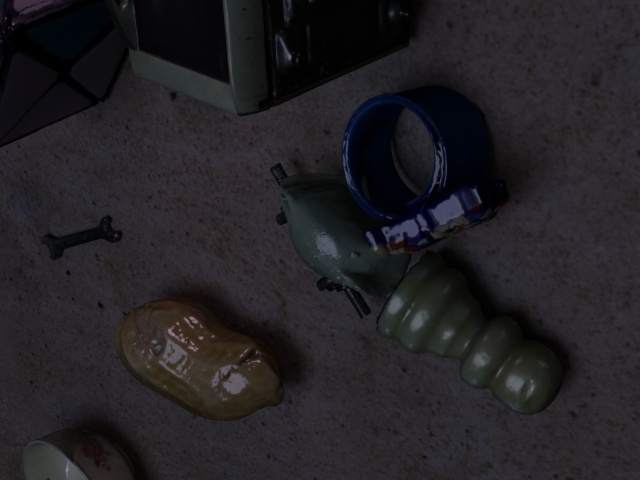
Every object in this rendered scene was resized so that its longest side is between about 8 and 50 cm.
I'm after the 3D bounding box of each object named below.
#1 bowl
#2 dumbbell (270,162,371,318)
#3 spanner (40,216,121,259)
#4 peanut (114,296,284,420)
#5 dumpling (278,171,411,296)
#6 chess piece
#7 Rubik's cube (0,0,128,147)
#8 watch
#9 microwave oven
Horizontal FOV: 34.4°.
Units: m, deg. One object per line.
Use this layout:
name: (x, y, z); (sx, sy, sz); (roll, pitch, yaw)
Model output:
bowl: (-0.481, 0.505, 2.160); (0.277, 0.145, 0.277); (20, 123, 34)
dumbbell: (0.000, 0.000, 1.490); (0.081, 0.081, 0.254); (-32, 90, 47)
spanner: (-0.453, -0.003, 1.944); (0.254, 0.015, 0.054); (-12, 102, 45)
peanut: (-0.201, 0.200, 1.736); (0.340, 0.158, 0.174); (28, 99, 23)
dumpling: (0.030, -0.007, 1.401); (0.219, 0.152, 0.108); (55, 127, 21)
chess piece: (0.205, 0.134, 1.357); (0.243, 0.133, 0.133); (36, 132, 16)
Rubik's cube: (-0.479, -0.352, 1.562); (0.307, 0.305, 0.310); (48, 136, 9)
watch: (0.126, -0.094, 1.282); (0.196, 0.171, 0.200); (-29, 81, 35)
microwave oven: (-0.058, -0.379, 1.149); (0.247, 0.333, 0.394); (22, 127, 37)
